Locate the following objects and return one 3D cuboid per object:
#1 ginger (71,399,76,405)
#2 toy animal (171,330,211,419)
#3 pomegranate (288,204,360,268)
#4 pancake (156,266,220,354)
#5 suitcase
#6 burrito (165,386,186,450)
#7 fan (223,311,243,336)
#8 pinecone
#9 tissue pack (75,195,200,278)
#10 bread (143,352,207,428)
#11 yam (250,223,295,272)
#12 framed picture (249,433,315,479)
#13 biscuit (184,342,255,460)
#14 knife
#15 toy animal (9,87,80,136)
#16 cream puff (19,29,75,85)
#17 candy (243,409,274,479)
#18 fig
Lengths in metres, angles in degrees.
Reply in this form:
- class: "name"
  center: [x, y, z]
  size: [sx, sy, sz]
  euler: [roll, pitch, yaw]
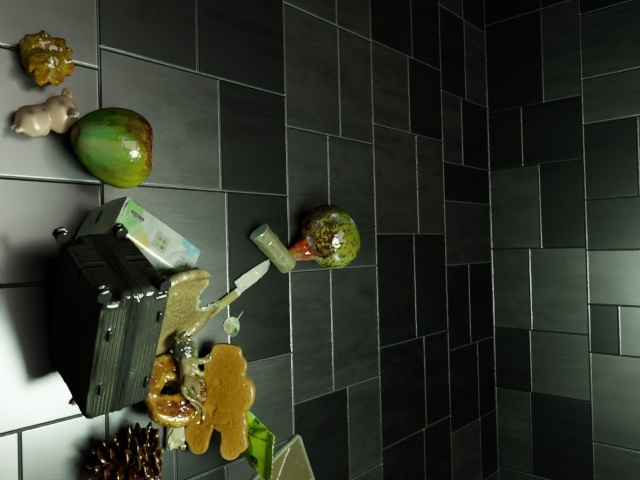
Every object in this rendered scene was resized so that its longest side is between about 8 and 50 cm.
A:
- class: "ginger"
  center: [-0.521, 0.373, 1.244]
  size: [0.097, 0.030, 0.048]
  euler: [-5, 91, -46]
- class: "toy animal"
  center: [-0.310, 0.333, 1.342]
  size: [0.086, 0.069, 0.219]
  euler: [-6, 67, -34]
- class: "pomegranate"
  center: [0.000, 0.000, 1.745]
  size: [0.248, 0.214, 0.214]
  euler: [-23, 110, -6]
- class: "pancake"
  center: [-0.345, 0.177, 1.316]
  size: [0.286, 0.033, 0.288]
  euler: [-4, 133, -55]
- class: "suitcase"
  center: [-0.443, 0.164, 1.102]
  size: [0.152, 0.230, 0.335]
  euler: [-8, 127, -43]
- class: "burrito"
  center: [-0.374, 0.458, 1.398]
  size: [0.051, 0.042, 0.171]
  euler: [2, 89, -40]
- class: "fan"
  center: [-0.249, 0.247, 1.572]
  size: [0.080, 0.003, 0.060]
  euler: [-22, 105, -46]
- class: "pinecone"
  center: [-0.447, 0.508, 1.235]
  size: [0.165, 0.163, 0.162]
  euler: [-8, 95, -32]
- class: "tissue pack"
  center: [-0.428, 0.030, 1.253]
  size: [0.229, 0.159, 0.145]
  euler: [44, 45, -39]
- class: "bread"
  center: [-0.368, 0.373, 1.350]
  size: [0.193, 0.064, 0.193]
  euler: [28, 42, -28]
- class: "yam"
  center: [-0.143, 0.024, 1.651]
  size: [0.169, 0.068, 0.068]
  euler: [52, 53, -35]
- class: "framed picture"
  center: [-0.123, 0.756, 1.676]
  size: [0.260, 0.023, 0.188]
  euler: [-34, 113, -43]
- class: "biscuit"
  center: [-0.262, 0.422, 1.437]
  size: [0.044, 0.186, 0.295]
  euler: [68, 31, -81]
- class: "knife"
  center: [-0.236, 0.134, 1.580]
  size: [0.298, 0.017, 0.047]
  euler: [-39, 109, -41]
- class: "toy animal"
  center: [-0.584, -0.264, 1.156]
  size: [0.150, 0.089, 0.083]
  euler: [-36, 98, -27]
- class: "cream puff"
  center: [-0.584, -0.391, 1.159]
  size: [0.116, 0.094, 0.122]
  euler: [45, 61, -34]
- class: "candy"
  center: [-0.180, 0.545, 1.471]
  size: [0.069, 0.246, 0.148]
  euler: [-6, 99, -29]
- class: "fig"
  center: [-0.464, -0.212, 1.221]
  size: [0.191, 0.181, 0.180]
  euler: [18, 75, -48]
